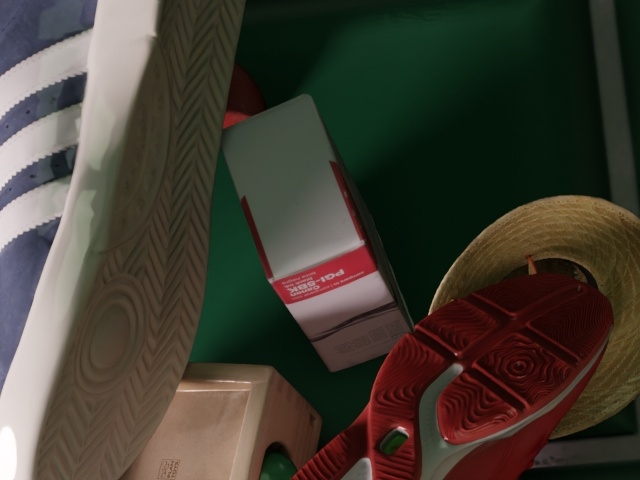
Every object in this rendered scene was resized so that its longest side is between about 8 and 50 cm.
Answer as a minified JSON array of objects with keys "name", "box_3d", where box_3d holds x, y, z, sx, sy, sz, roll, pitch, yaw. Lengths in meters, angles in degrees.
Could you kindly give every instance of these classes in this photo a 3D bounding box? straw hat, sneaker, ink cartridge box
[{"name":"straw hat","box_3d":[0.113,0.035,0.903,0.144,0.144,0.061,-33,21,-5]},{"name":"sneaker","box_3d":[-0.139,-0.037,0.844,0.148,0.131,0.350,10,84,24]},{"name":"sneaker","box_3d":[0.068,0.121,0.849,0.221,0.128,0.087,-38,48,-18]},{"name":"ink cartridge box","box_3d":[0.000,0.000,0.908,0.056,0.135,0.099,-23,61,4]}]

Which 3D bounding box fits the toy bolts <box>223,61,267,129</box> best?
[{"name":"toy bolts","box_3d":[-0.156,-0.139,0.997,0.218,0.158,0.228,-36,62,-7]}]

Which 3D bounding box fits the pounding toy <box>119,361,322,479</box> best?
[{"name":"pounding toy","box_3d":[-0.054,0.143,0.882,0.141,0.100,0.130,1,63,25]}]
